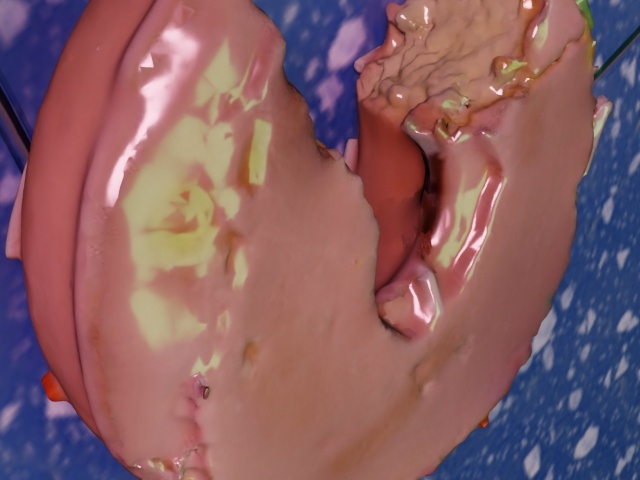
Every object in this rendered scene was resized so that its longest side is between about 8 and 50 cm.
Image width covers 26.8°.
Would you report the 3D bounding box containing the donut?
[{"bbox_3d":[0.000,0.000,0.445,0.233,0.085,0.199,-11,115,-47],"label":"donut"}]
